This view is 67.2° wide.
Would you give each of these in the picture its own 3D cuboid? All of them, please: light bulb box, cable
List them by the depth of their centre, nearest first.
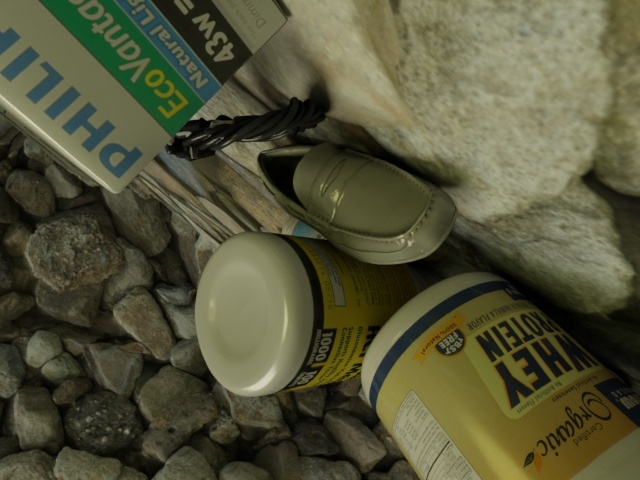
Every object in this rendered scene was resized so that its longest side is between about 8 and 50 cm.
[{"bbox_3d":[-0.286,-0.255,0.455,0.358,0.225,0.361,48,163,-32],"label":"light bulb box"},{"bbox_3d":[-0.070,-0.128,0.524,0.150,0.184,0.047,-10,101,26],"label":"cable"}]

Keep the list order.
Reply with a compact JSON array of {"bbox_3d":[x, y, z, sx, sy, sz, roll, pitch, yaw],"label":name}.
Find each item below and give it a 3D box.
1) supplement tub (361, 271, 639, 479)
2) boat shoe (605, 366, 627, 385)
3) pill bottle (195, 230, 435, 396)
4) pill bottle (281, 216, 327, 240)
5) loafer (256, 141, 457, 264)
[{"bbox_3d":[0.213,0.209,0.509,0.316,0.228,0.228,51,177,41],"label":"supplement tub"},{"bbox_3d":[0.264,0.180,0.710,0.319,0.099,0.116,20,158,53],"label":"boat shoe"},{"bbox_3d":[0.020,0.094,0.654,0.334,0.188,0.188,6,-166,-46],"label":"pill bottle"},{"bbox_3d":[0.000,0.000,0.838,0.160,0.087,0.087,21,158,53],"label":"pill bottle"},{"bbox_3d":[0.018,-0.055,0.562,0.111,0.112,0.319,37,170,-33],"label":"loafer"}]
